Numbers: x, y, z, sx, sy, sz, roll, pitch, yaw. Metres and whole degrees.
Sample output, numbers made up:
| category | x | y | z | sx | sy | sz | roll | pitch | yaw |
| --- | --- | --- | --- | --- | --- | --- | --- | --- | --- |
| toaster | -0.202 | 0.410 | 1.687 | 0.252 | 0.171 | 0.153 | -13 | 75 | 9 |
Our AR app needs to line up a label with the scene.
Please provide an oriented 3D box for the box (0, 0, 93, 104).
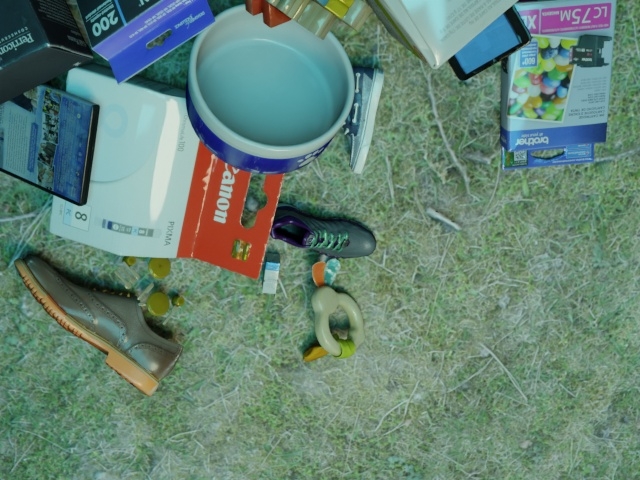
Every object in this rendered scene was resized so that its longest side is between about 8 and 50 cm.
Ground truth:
| category | x | y | z | sx | sy | sz | roll | pitch | yaw |
| --- | --- | --- | --- | --- | --- | --- | --- | --- | --- |
| box | -0.587 | -0.356 | 1.104 | 0.343 | 0.179 | 0.312 | -25 | 97 | 7 |

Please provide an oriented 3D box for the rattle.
| category | x | y | z | sx | sy | sz | roll | pitch | yaw |
| --- | --- | --- | --- | --- | --- | --- | --- | --- | --- |
| rattle | -0.002 | 0.139 | 1.462 | 0.130 | 0.143 | 0.200 | -35 | 103 | -27 |

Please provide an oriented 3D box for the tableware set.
| category | x | y | z | sx | sy | sz | roll | pitch | yaw |
| --- | --- | --- | --- | --- | --- | --- | --- | --- | --- |
| tableware set | -0.323 | 0.079 | 1.403 | 0.024 | 0.104 | 0.154 | -11 | 125 | 50 |

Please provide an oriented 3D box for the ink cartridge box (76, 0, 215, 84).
| category | x | y | z | sx | sy | sz | roll | pitch | yaw |
| --- | --- | --- | --- | --- | --- | --- | --- | --- | --- |
| ink cartridge box | -0.287 | -0.385 | 1.144 | 0.206 | 0.045 | 0.208 | -26 | 79 | 21 |

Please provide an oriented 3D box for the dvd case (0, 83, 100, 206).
| category | x | y | z | sx | sy | sz | roll | pitch | yaw |
| --- | --- | --- | --- | --- | --- | --- | --- | --- | --- |
| dvd case | -0.492 | -0.183 | 1.246 | 0.253 | 0.022 | 0.180 | 22 | 113 | 17 |

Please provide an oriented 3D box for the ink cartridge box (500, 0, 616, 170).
| category | x | y | z | sx | sy | sz | roll | pitch | yaw |
| --- | --- | --- | --- | --- | --- | --- | --- | --- | --- |
| ink cartridge box | 0.419 | -0.273 | 1.301 | 0.185 | 0.065 | 0.311 | -5 | 115 | -1 |

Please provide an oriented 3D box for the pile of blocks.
| category | x | y | z | sx | sy | sz | roll | pitch | yaw |
| --- | --- | --- | --- | --- | --- | --- | --- | --- | --- |
| pile of blocks | -0.089 | -0.388 | 1.057 | 0.362 | 0.149 | 0.112 | 28 | 104 | -23 |

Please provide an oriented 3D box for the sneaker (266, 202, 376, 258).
| category | x | y | z | sx | sy | sz | roll | pitch | yaw |
| --- | --- | --- | --- | --- | --- | --- | --- | --- | --- |
| sneaker | 0.000 | 0.000 | 1.370 | 0.223 | 0.098 | 0.083 | 14 | 111 | -9 |

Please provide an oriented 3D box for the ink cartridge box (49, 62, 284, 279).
| category | x | y | z | sx | sy | sz | roll | pitch | yaw |
| --- | --- | --- | --- | --- | --- | --- | --- | --- | --- |
| ink cartridge box | -0.267 | -0.107 | 1.271 | 0.385 | 0.091 | 0.308 | 18 | 111 | 6 |

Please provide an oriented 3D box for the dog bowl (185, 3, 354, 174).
| category | x | y | z | sx | sy | sz | roll | pitch | yaw |
| --- | --- | --- | --- | --- | --- | --- | --- | --- | --- |
| dog bowl | -0.085 | -0.245 | 1.181 | 0.265 | 0.104 | 0.265 | 5 | 71 | -14 |

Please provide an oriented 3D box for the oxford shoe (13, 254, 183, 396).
| category | x | y | z | sx | sy | sz | roll | pitch | yaw |
| --- | --- | --- | --- | --- | --- | --- | --- | --- | --- |
| oxford shoe | -0.429 | 0.139 | 1.415 | 0.363 | 0.130 | 0.133 | 44 | 71 | -12 |

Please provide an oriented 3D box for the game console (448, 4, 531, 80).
| category | x | y | z | sx | sy | sz | roll | pitch | yaw |
| --- | --- | --- | --- | --- | --- | --- | --- | --- | --- |
| game console | 0.258 | -0.348 | 1.220 | 0.144 | 0.124 | 0.085 | -27 | 73 | 31 |

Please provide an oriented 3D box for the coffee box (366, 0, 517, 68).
| category | x | y | z | sx | sy | sz | roll | pitch | yaw |
| --- | --- | --- | --- | --- | --- | --- | --- | --- | --- |
| coffee box | 0.161 | -0.509 | 1.036 | 0.337 | 0.334 | 0.338 | -38 | 111 | 11 |

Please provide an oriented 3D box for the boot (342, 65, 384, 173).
| category | x | y | z | sx | sy | sz | roll | pitch | yaw |
| --- | --- | --- | --- | --- | --- | --- | --- | --- | --- |
| boot | 0.054 | -0.219 | 1.305 | 0.086 | 0.069 | 0.190 | 11 | 104 | 0 |

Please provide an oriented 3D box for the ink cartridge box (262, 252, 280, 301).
| category | x | y | z | sx | sy | sz | roll | pitch | yaw |
| --- | --- | --- | --- | --- | --- | --- | --- | --- | --- |
| ink cartridge box | -0.098 | 0.071 | 1.422 | 0.028 | 0.048 | 0.083 | 7 | 112 | -6 |
